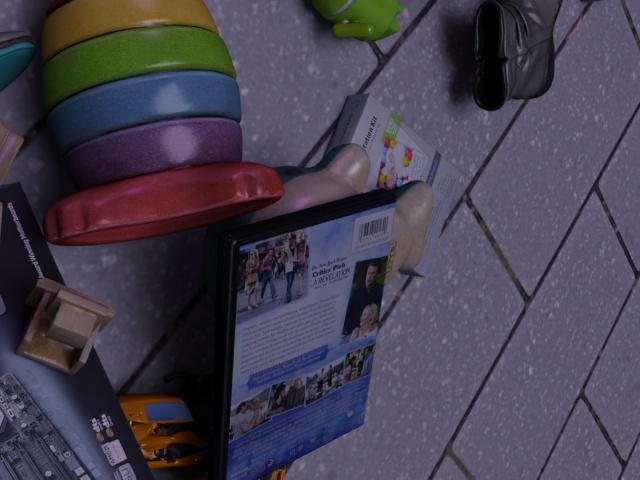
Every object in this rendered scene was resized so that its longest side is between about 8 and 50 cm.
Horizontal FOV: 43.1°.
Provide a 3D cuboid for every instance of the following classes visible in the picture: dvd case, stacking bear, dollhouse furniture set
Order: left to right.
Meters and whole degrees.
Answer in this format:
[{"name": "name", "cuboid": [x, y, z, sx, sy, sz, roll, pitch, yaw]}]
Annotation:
[{"name": "dollhouse furniture set", "cuboid": [-0.178, -0.013, 0.495, 0.161, 0.182, 0.101, 27, 54, -20]}, {"name": "stacking bear", "cuboid": [-0.148, -0.152, 0.641, 0.175, 0.164, 0.289, -12, 88, -10]}, {"name": "dvd case", "cuboid": [-0.017, 0.088, 0.705, 0.180, 0.022, 0.253, -17, 124, -39]}]

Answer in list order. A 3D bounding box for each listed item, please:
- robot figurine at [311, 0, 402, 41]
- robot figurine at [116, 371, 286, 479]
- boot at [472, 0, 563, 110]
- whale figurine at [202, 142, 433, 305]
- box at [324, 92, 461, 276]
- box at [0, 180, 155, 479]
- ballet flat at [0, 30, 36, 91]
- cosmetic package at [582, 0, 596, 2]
[{"name": "robot figurine", "cuboid": [0.036, -0.256, 0.862, 0.115, 0.067, 0.101, 24, 67, -40]}, {"name": "robot figurine", "cuboid": [-0.139, 0.225, 0.731, 0.291, 0.085, 0.211, 6, 89, -42]}, {"name": "boot", "cuboid": [0.243, -0.289, 1.014, 0.161, 0.083, 0.246, -19, 108, -55]}, {"name": "whale figurine", "cuboid": [0.000, 0.000, 0.805, 0.272, 0.141, 0.216, -20, 126, -44]}, {"name": "box", "cuboid": [0.078, -0.060, 0.938, 0.186, 0.038, 0.145, 33, 72, -38]}, {"name": "box", "cuboid": [-0.262, 0.134, 0.535, 0.242, 0.076, 0.307, -20, 79, -40]}, {"name": "ballet flat", "cuboid": [-0.299, -0.102, 0.575, 0.068, 0.072, 0.213, 41, 60, -3]}, {"name": "cosmetic package", "cuboid": [0.428, -0.483, 1.178, 0.127, 0.107, 0.238, -34, 118, -35]}]
